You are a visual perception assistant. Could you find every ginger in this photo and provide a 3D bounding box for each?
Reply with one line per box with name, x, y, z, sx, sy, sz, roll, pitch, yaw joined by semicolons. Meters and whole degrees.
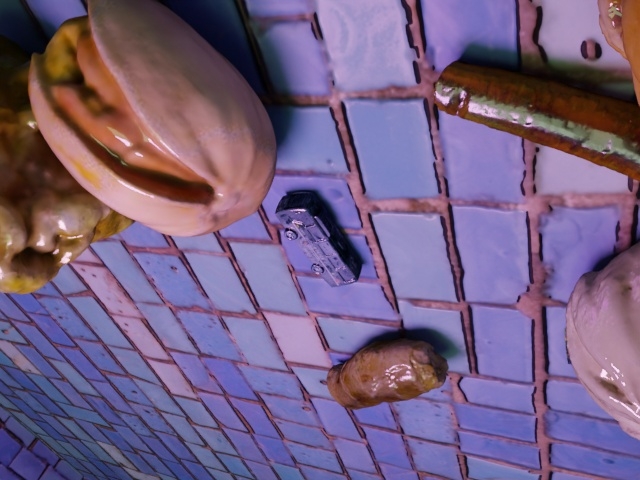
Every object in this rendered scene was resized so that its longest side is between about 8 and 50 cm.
ginger;0.105;0.233;1.019;0.263;0.117;0.109;-35;71;52

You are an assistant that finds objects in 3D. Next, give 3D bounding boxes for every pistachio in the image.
pistachio;-0.185;-0.137;0.690;0.309;0.229;0.230;44;138;-16

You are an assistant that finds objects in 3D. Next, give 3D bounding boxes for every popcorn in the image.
popcorn;-0.425;-0.108;0.783;0.334;0.292;0.293;40;148;-5

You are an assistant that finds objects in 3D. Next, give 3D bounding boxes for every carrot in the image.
carrot;0.241;-0.121;0.583;0.260;0.070;0.070;20;140;10

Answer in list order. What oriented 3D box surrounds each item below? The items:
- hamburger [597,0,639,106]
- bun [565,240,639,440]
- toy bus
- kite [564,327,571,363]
hamburger;0.355;-0.196;0.365;0.284;0.174;0.304;6;145;6
bun;0.463;0.138;0.628;0.365;0.219;0.365;15;143;12
toy bus;0.000;0.000;0.861;0.065;0.047;0.166;-13;128;32
kite;0.399;0.167;0.860;0.122;0.004;0.090;27;141;-1
